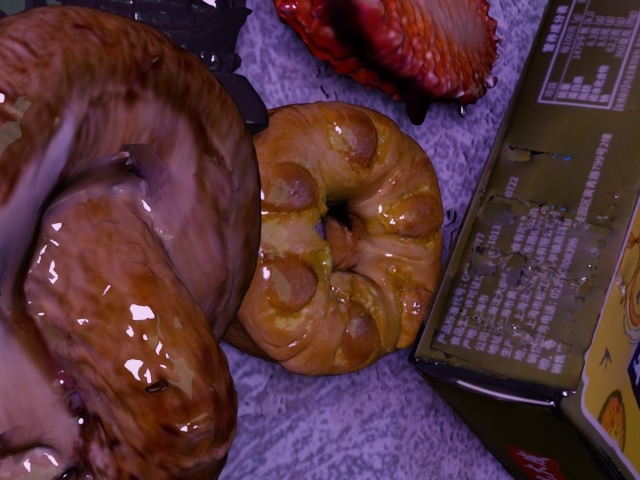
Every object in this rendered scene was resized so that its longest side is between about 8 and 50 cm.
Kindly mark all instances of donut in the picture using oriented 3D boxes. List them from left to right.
[{"bbox_3d":[0.001,-0.002,0.929,0.227,0.114,0.226,0,89,-40],"label":"donut"}]

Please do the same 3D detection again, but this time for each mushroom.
[{"bbox_3d":[-0.146,0.030,0.651,0.263,0.195,0.283,-18,93,-47],"label":"mushroom"}]

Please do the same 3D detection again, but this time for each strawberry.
[{"bbox_3d":[0.040,-0.202,0.962,0.306,0.138,0.233,50,45,-50],"label":"strawberry"}]

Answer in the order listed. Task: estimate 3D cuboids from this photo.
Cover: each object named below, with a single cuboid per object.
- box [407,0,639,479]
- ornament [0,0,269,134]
[{"bbox_3d":[0.263,0.011,1.066,0.373,0.138,0.420,50,58,-53],"label":"box"},{"bbox_3d":[-0.153,-0.190,0.793,0.251,0.106,0.260,1,86,-30],"label":"ornament"}]
